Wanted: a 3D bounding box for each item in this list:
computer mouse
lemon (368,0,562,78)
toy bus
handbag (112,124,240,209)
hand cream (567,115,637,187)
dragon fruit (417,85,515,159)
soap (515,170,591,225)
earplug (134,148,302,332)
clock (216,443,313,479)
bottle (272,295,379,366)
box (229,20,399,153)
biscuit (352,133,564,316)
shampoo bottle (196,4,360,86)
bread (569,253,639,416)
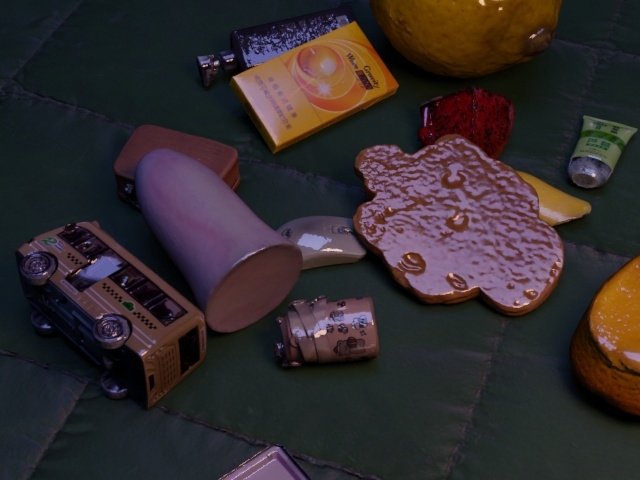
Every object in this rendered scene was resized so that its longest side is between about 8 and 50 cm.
[{"bbox_3d":[0.000,0.000,1.695,0.181,0.056,0.089,-6,52,-4],"label":"computer mouse"},{"bbox_3d":[0.262,-0.452,1.919,0.349,0.350,0.387,-24,58,-19],"label":"lemon"},{"bbox_3d":[-0.303,0.094,1.558,0.289,0.139,0.157,35,53,28],"label":"toy bus"},{"bbox_3d":[-0.240,-0.108,1.791,0.193,0.072,0.151,16,49,13],"label":"handbag"},{"bbox_3d":[0.467,-0.153,1.828,0.095,0.046,0.175,16,48,19],"label":"hand cream"},{"bbox_3d":[0.248,-0.175,1.843,0.127,0.120,0.161,18,68,-36],"label":"dragon fruit"},{"bbox_3d":[0.351,-0.064,1.757,0.168,0.033,0.089,31,57,27],"label":"soap"},{"bbox_3d":[-0.180,-0.026,1.625,0.172,0.172,0.301,-29,58,-23],"label":"earplug"},{"bbox_3d":[-0.053,0.366,1.342,0.147,0.071,0.192,-31,54,-25],"label":"clock"},{"bbox_3d":[0.004,0.129,1.549,0.152,0.099,0.099,-7,47,0],"label":"bottle"},{"bbox_3d":[-0.009,-0.274,1.919,0.269,0.043,0.152,-29,81,-22],"label":"box"},{"bbox_3d":[0.202,-0.025,1.685,0.376,0.051,0.269,39,67,20],"label":"biscuit"},{"bbox_3d":[-0.077,-0.356,2.010,0.309,0.071,0.098,-15,66,-12],"label":"shampoo bottle"},{"bbox_3d":[0.469,0.123,1.505,0.195,0.143,0.269,37,60,27],"label":"bread"}]
